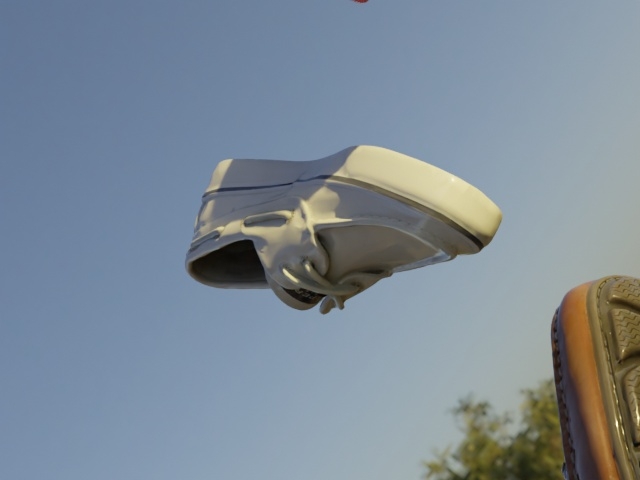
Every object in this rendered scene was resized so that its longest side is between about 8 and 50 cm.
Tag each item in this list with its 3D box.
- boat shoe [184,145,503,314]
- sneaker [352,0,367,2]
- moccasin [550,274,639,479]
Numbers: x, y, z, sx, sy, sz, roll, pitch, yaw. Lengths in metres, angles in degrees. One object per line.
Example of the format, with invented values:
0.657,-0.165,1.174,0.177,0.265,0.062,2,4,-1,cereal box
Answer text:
0.000,0.000,0.873,0.096,0.267,0.088,35,-108,-36,boat shoe
0.067,-0.223,0.835,0.314,0.116,0.136,162,111,-70,sneaker
0.200,0.205,0.792,0.139,0.380,0.147,-7,-17,-34,moccasin
